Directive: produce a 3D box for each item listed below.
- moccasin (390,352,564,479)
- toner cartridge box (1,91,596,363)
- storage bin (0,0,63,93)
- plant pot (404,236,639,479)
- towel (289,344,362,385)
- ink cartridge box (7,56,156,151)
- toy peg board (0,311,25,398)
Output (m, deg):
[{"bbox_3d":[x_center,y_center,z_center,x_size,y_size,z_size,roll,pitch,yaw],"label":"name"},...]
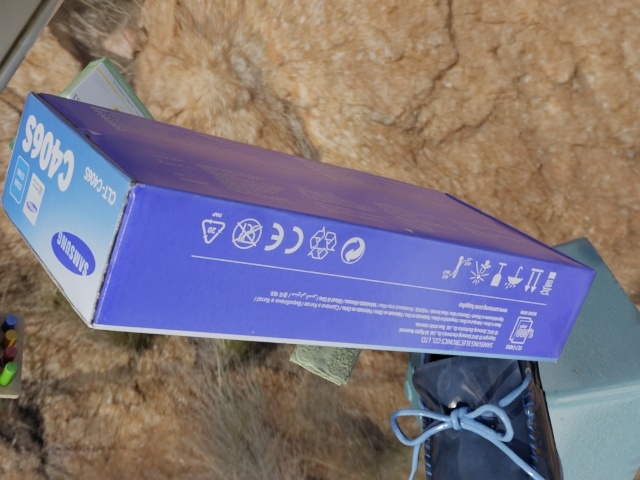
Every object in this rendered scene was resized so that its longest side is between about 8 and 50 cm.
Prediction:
[{"bbox_3d":[0.122,0.130,0.731,0.137,0.342,0.117,-20,137,22],"label":"moccasin"},{"bbox_3d":[0.000,0.000,0.532,0.348,0.165,0.075,10,105,-38],"label":"toner cartridge box"},{"bbox_3d":[-0.169,-0.184,0.233,0.260,0.123,0.262,38,107,-13],"label":"storage bin"},{"bbox_3d":[0.248,0.177,1.073,0.252,0.247,0.248,-8,135,-12],"label":"plant pot"},{"bbox_3d":[0.021,0.179,1.479,0.110,0.148,0.027,25,138,7],"label":"towel"},{"bbox_3d":[-0.394,-0.176,1.447,0.171,0.056,0.235,55,46,-29],"label":"ink cartridge box"},{"bbox_3d":[-0.603,0.185,1.494,0.161,0.079,0.161,10,57,-28],"label":"toy peg board"}]
